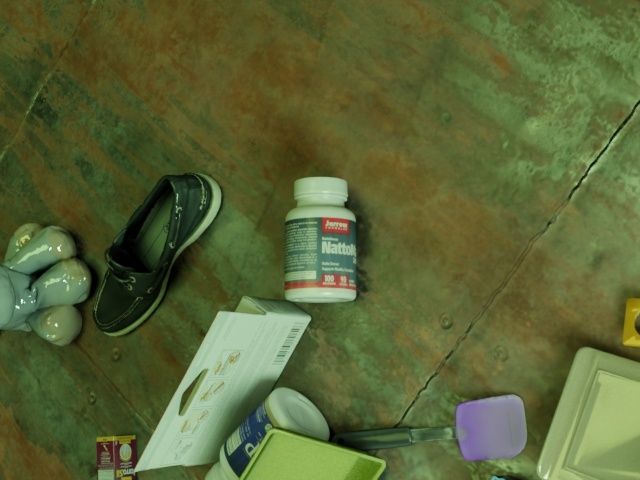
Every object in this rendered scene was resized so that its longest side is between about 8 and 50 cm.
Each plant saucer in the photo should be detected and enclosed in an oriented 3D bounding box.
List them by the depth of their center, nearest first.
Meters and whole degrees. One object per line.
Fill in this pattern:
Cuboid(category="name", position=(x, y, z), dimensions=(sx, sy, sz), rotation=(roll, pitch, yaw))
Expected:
Cuboid(category="plant saucer", position=(-0.031, 0.346, 1.414), dimensions=(0.188, 0.188, 0.045), rotation=(-60, 23, 24))

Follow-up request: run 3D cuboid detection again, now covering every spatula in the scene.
Cuboid(category="spatula", position=(0.145, 0.275, 1.390), dimensions=(0.296, 0.030, 0.084), rotation=(-13, 78, 30))

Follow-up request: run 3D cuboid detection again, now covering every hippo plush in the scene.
Cuboid(category="hippo plush", position=(-0.583, 0.071, 1.763), dimensions=(0.294, 0.237, 0.234), rotation=(-3, 82, 32))

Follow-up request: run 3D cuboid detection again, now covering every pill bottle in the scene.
Cuboid(category="pill bottle", position=(0.000, 0.000, 1.477), dimensions=(0.108, 0.108, 0.180), rotation=(-5, 81, 32))
Cuboid(category="pill bottle", position=(-0.085, 0.321, 1.482), dimensions=(0.186, 0.112, 0.112), rotation=(-48, 61, 18))

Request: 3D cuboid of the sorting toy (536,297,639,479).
Cuboid(category="sorting toy", position=(0.389, 0.242, 1.221), dimensions=(0.196, 0.047, 0.347), rotation=(17, 80, 29))

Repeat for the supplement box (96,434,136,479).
Cuboid(category="supplement box", position=(-0.346, 0.373, 1.676), dimensions=(0.043, 0.055, 0.083), rotation=(-10, 78, 31))

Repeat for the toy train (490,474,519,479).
Cuboid(category="toy train", position=(0.279, 0.380, 1.263), dimensions=(0.184, 0.080, 0.105), rotation=(26, 91, 33))

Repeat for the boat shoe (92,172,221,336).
Cuboid(category="boat shoe", position=(-0.304, 0.022, 1.665), dimensions=(0.340, 0.113, 0.127), rotation=(-48, 62, 18))

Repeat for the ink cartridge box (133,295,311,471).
Cuboid(category="ink cartridge box", position=(-0.156, 0.211, 1.467), dimensions=(0.060, 0.239, 0.275), rotation=(35, 102, 31))
